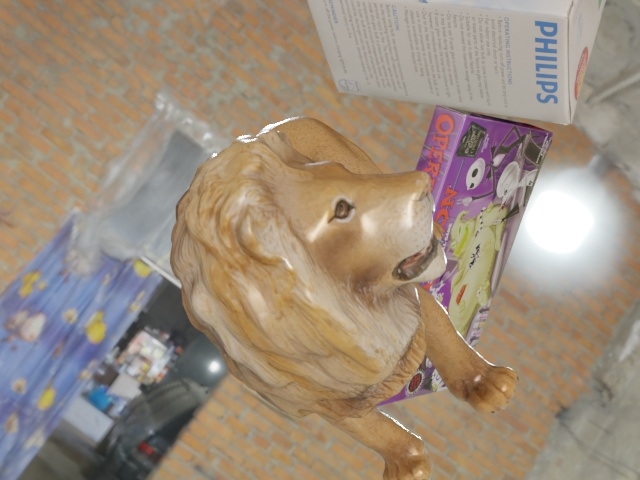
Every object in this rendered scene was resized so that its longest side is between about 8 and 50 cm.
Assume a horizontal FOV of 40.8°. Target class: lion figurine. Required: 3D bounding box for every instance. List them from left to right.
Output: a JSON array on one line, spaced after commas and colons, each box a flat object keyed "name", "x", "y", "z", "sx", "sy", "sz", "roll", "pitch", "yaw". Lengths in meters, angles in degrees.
[{"name": "lion figurine", "x": 0.000, "y": 0.000, "z": 0.556, "sx": 0.240, "sy": 0.142, "sz": 0.392, "roll": 46, "pitch": 6, "yaw": -22}]

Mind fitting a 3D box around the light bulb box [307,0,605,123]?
[{"name": "light bulb box", "x": 0.222, "y": -0.392, "z": 1.243, "sx": 0.361, "sy": 0.358, "sz": 0.225, "roll": 12, "pitch": -25, "yaw": 22}]

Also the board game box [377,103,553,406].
[{"name": "board game box", "x": 0.153, "y": 0.023, "z": 1.011, "sx": 0.208, "sy": 0.346, "sz": 0.056, "roll": 1, "pitch": 21, "yaw": -45}]
